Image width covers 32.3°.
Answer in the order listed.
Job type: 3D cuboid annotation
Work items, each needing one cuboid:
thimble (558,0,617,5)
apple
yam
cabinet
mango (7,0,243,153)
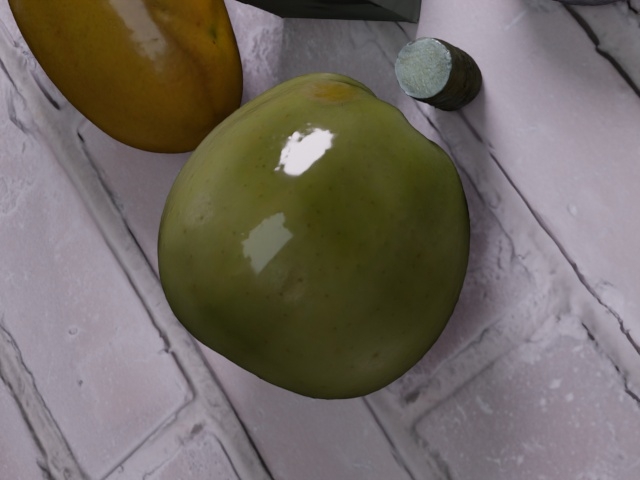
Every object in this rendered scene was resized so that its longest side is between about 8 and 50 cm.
[{"bbox_3d":[0.276,-0.372,1.200,0.245,0.157,0.217,40,108,25],"label":"thimble"},{"bbox_3d":[0.000,0.000,1.243,0.357,0.357,0.357,-2,86,30],"label":"apple"},{"bbox_3d":[0.135,-0.189,1.261,0.078,0.179,0.078,1,95,18],"label":"yam"},{"bbox_3d":[0.008,-0.358,1.364,0.206,0.145,0.150,8,92,31],"label":"cabinet"},{"bbox_3d":[-0.259,-0.308,1.469,0.300,0.232,0.445,-41,78,34],"label":"mango"}]
